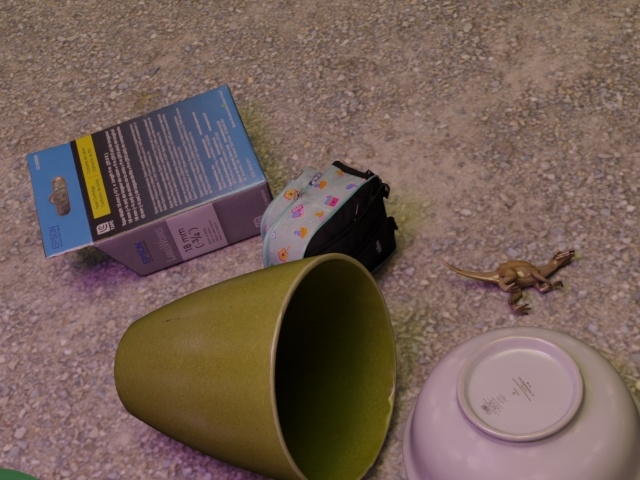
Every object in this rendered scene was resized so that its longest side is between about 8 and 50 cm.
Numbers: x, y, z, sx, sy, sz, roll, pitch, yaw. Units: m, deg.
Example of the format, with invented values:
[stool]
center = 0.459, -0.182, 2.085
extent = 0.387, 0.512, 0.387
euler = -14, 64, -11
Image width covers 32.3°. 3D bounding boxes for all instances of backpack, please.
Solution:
[backpack]
center = 0.000, 0.000, 1.504
extent = 0.144, 0.166, 0.188
euler = 18, 53, 28

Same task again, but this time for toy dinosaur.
[toy dinosaur]
center = 0.256, 0.053, 1.483
extent = 0.183, 0.053, 0.092
euler = -6, 32, -1

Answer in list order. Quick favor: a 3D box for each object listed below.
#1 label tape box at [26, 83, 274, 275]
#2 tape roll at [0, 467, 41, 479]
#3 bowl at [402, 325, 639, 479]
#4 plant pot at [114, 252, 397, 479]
[label tape box]
center = -0.256, -0.078, 1.677
extent = 0.334, 0.106, 0.240
euler = -20, 48, -3
[tape roll]
center = -0.336, 0.386, 1.068
extent = 0.321, 0.077, 0.321
euler = -12, 57, 19
[bowl]
center = 0.236, 0.203, 1.288
extent = 0.298, 0.134, 0.298
euler = -7, 47, 8
[plant pot]
center = -0.100, 0.156, 1.352
extent = 0.293, 0.275, 0.275
euler = -2, 47, 33
